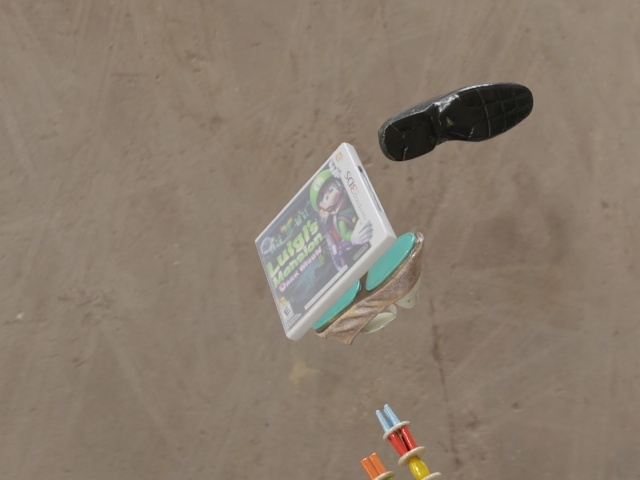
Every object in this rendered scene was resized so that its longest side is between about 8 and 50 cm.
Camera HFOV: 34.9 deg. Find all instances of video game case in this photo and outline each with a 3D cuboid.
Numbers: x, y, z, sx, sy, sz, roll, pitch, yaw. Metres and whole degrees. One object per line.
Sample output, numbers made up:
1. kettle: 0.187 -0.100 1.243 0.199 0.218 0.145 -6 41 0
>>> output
1. video game case: 0.000 0.000 1.254 0.022 0.190 0.173 22 32 -37

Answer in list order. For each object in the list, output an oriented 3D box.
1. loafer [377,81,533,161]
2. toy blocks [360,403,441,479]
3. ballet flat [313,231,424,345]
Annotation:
1. loafer: 0.141 -0.135 1.089 0.170 0.061 0.062 -14 111 0
2. toy blocks: 0.115 0.359 1.683 0.054 0.123 0.148 15 37 -54
3. ballet flat: 0.112 0.094 1.835 0.106 0.316 0.108 33 44 -18
